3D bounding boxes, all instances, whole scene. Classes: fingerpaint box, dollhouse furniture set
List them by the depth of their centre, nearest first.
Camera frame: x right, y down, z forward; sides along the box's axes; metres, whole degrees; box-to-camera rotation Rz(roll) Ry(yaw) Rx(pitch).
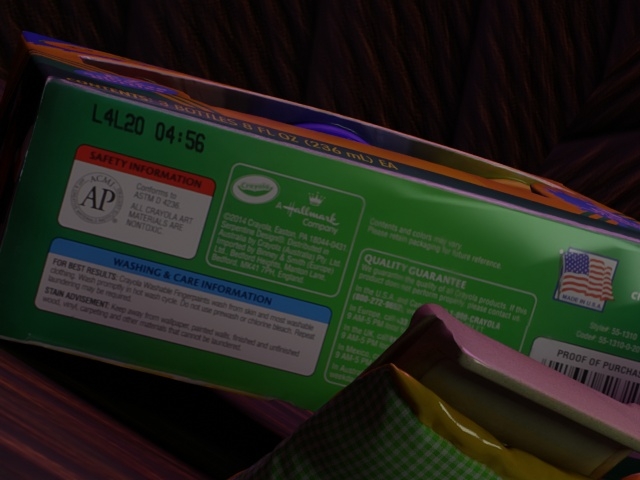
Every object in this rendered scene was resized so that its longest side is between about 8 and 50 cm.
[{"bbox_3d":[0.115,0.186,0.951,0.301,0.197,0.151,26,36,-26],"label":"dollhouse furniture set"},{"bbox_3d":[0.000,0.000,1.298,0.445,0.163,0.371,15,7,-13],"label":"fingerpaint box"}]
